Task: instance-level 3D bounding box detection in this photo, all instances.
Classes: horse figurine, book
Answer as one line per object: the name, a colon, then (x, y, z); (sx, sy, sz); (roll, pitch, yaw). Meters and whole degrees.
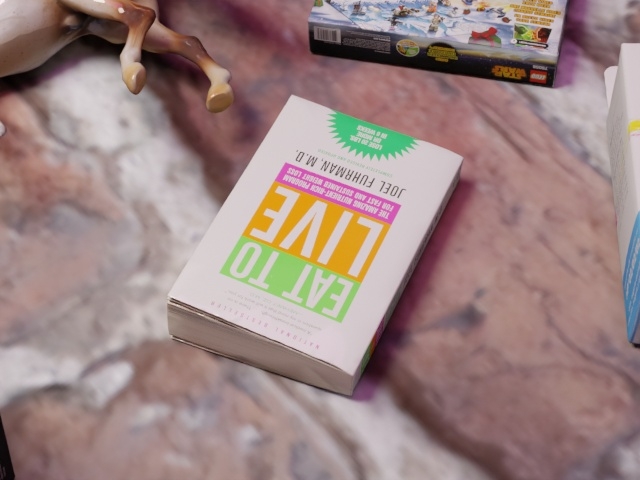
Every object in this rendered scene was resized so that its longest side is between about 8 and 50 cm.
horse figurine: (-0.153, -0.109, 0.807); (0.263, 0.066, 0.174); (-24, 51, -7)
book: (0.000, 0.000, 0.744); (0.096, 0.035, 0.144); (19, 54, 12)

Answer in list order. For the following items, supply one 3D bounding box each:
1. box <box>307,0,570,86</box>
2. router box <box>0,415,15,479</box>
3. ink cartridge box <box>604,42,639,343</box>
box: (0.069, -0.136, 0.846); (0.137, 0.027, 0.094); (10, 54, 10)
router box: (-0.181, 0.057, 0.646); (0.092, 0.122, 0.038); (31, 55, 23)
ink cartridge box: (0.198, -0.039, 0.743); (0.104, 0.061, 0.181); (1, 52, 3)
